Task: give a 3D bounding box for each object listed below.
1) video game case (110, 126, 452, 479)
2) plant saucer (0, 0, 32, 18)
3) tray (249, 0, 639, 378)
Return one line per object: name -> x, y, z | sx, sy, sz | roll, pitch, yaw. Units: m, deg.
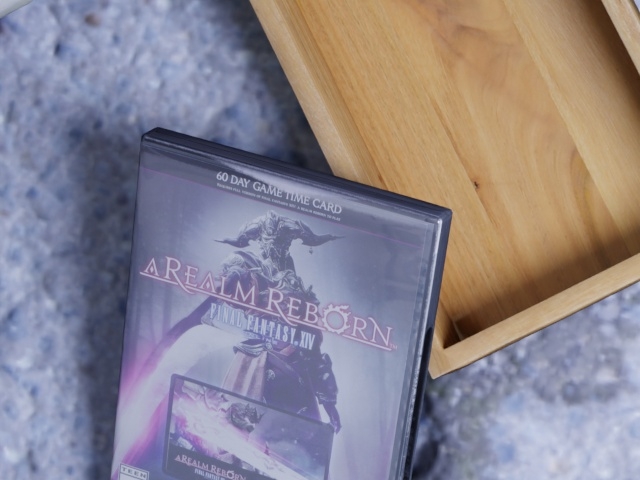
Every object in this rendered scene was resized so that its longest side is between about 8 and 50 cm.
video game case -> -0.032, 0.084, 1.218 | 0.196, 0.026, 0.274 | 16, 116, 20
plant saucer -> -0.238, -0.309, 1.251 | 0.400, 0.100, 0.400 | -3, 82, 21
tray -> 0.074, -0.146, 1.215 | 0.203, 0.076, 0.411 | -28, 82, 15
